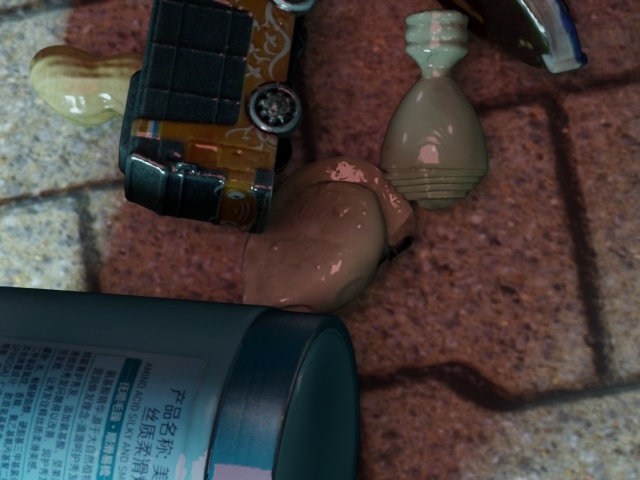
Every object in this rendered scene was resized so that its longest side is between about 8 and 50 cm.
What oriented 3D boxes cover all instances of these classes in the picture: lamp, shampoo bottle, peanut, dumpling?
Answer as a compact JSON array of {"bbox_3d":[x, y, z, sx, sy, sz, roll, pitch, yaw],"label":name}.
[{"bbox_3d":[0.111,-0.126,1.636,0.106,0.106,0.193,2,91,13],"label":"lamp"},{"bbox_3d":[-0.167,0.215,1.552,0.343,0.331,0.331,4,85,13],"label":"shampoo bottle"},{"bbox_3d":[-0.210,-0.153,1.732,0.187,0.082,0.082,8,86,11],"label":"peanut"},{"bbox_3d":[0.001,-0.001,1.661,0.176,0.092,0.150,-40,58,13],"label":"dumpling"}]

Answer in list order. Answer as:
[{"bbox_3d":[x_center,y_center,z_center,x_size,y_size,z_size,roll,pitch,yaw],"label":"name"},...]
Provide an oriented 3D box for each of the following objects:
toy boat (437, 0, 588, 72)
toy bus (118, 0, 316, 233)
[{"bbox_3d":[0.177,-0.271,1.651,0.262,0.114,0.115,43,60,11],"label":"toy boat"},{"bbox_3d":[-0.098,-0.157,1.633,0.167,0.138,0.275,8,71,-5],"label":"toy bus"}]
